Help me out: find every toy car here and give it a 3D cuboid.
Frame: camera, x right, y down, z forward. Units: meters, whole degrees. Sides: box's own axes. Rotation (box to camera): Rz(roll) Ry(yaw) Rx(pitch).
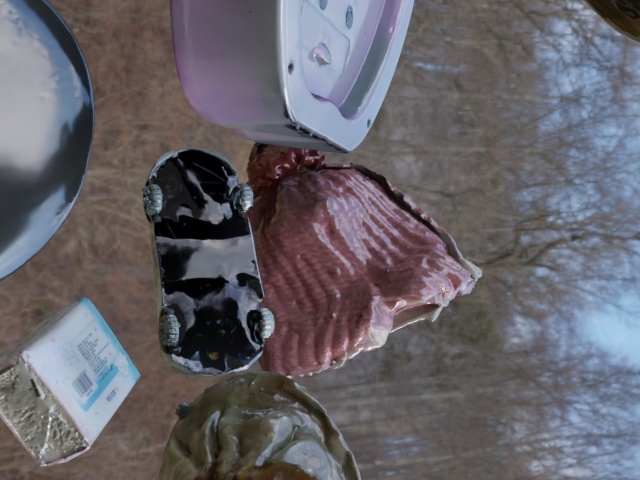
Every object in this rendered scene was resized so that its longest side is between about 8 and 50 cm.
[{"bbox_3d":[-0.102,0.017,0.725,0.056,0.095,0.205,134,-51,-60],"label":"toy car"}]

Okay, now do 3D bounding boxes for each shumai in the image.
[{"bbox_3d":[-0.062,0.205,0.631,0.201,0.120,0.201,0,-89,30],"label":"shumai"}]

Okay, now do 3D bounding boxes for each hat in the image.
[{"bbox_3d":[0.000,0.000,0.875,0.286,0.237,0.107,57,-15,31],"label":"hat"}]

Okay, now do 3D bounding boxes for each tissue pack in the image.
[{"bbox_3d":[-0.445,0.241,1.464,0.201,0.124,0.271,55,14,-10],"label":"tissue pack"}]

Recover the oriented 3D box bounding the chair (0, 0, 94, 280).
[{"bbox_3d":[-0.429,-0.162,0.798,0.410,0.362,0.364,35,-72,44],"label":"chair"}]

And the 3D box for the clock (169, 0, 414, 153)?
[{"bbox_3d":[-0.006,-0.247,0.764,0.102,0.338,0.338,13,-68,21],"label":"clock"}]

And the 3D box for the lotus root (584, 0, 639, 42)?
[{"bbox_3d":[0.210,-0.146,0.360,0.314,0.169,0.141,26,-18,22],"label":"lotus root"}]
